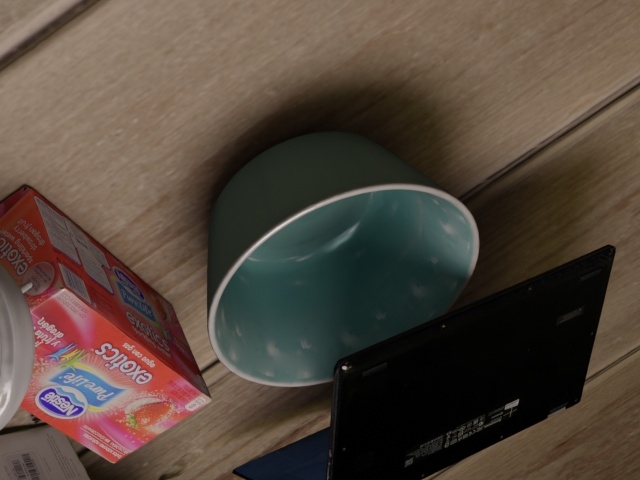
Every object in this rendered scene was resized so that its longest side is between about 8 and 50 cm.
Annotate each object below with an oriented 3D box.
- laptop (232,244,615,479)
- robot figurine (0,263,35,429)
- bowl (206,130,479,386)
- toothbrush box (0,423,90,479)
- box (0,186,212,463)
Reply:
[{"bbox_3d":[0.111,0.158,1.645,0.382,0.236,0.408,-21,136,-26],"label":"laptop"},{"bbox_3d":[-0.380,0.093,1.120,0.300,0.200,0.353,-52,158,18],"label":"robot figurine"},{"bbox_3d":[0.000,0.000,1.470,0.311,0.163,0.311,-17,142,-14],"label":"bowl"},{"bbox_3d":[-0.365,0.398,1.658,0.122,0.206,0.283,-10,140,-35],"label":"toothbrush box"},{"bbox_3d":[-0.265,0.098,1.434,0.142,0.154,0.300,-33,143,7],"label":"box"}]
